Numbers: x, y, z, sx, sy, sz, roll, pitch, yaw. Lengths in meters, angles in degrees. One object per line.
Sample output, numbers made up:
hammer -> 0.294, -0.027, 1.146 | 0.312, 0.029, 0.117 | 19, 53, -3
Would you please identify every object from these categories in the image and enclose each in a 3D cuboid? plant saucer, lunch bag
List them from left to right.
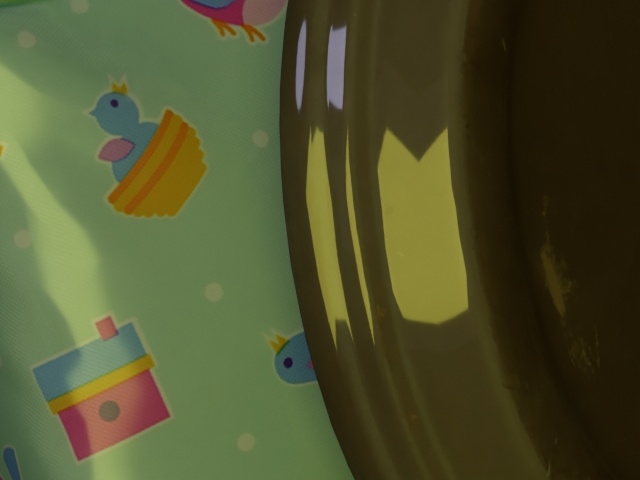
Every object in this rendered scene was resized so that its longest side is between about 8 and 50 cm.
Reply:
lunch bag -> 0.000, 0.000, 0.568 | 0.262, 0.160, 0.223 | -19, 96, -32
plant saucer -> 0.088, -0.015, 0.527 | 0.041, 0.278, 0.278 | -8, 97, 38
